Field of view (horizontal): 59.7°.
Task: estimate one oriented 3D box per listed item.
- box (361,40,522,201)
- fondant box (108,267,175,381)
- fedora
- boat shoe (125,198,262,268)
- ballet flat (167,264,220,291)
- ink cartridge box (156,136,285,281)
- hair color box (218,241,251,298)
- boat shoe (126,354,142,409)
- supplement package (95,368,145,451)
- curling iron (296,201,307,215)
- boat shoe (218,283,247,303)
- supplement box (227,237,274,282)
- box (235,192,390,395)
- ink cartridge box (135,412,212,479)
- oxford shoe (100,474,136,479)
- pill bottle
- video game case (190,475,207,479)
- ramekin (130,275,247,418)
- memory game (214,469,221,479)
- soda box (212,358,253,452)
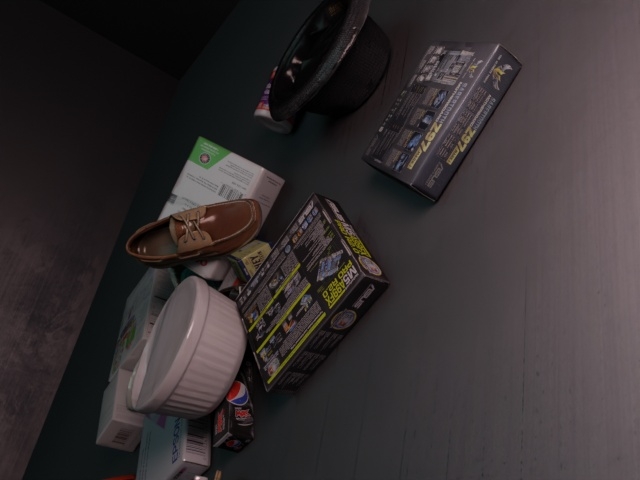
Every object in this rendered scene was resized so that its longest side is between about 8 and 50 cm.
[{"bbox_3d":[0.177,-0.193,0.866,0.233,0.059,0.183,-59,27,7],"label":"box"},{"bbox_3d":[-0.527,0.246,1.702,0.238,0.096,0.330,-47,30,30],"label":"fondant box"},{"bbox_3d":[0.032,-0.365,1.172,0.334,0.152,0.334,-42,34,37],"label":"fedora"},{"bbox_3d":[-0.281,-0.012,1.225,0.324,0.116,0.123,-21,77,16],"label":"boat shoe"},{"bbox_3d":[-0.336,0.104,1.457,0.147,0.146,0.409,-53,28,20],"label":"ballet flat"},{"bbox_3d":[-0.254,-0.072,1.354,0.211,0.121,0.289,29,93,22],"label":"ink cartridge box"},{"bbox_3d":[-0.181,0.078,1.286,0.141,0.043,0.072,-60,27,9],"label":"hair color box"},{"bbox_3d":[-0.430,0.336,1.460,0.081,0.079,0.228,11,66,18],"label":"boat shoe"},{"bbox_3d":[-0.522,0.454,1.497,0.105,0.105,0.179,-53,29,21],"label":"supplement package"},{"bbox_3d":[0.000,0.000,1.039,0.068,0.035,0.274,-55,28,17],"label":"curling iron"},{"bbox_3d":[-0.150,0.129,1.151,0.233,0.079,0.084,-11,58,55],"label":"boat shoe"},{"bbox_3d":[-0.142,0.042,1.192,0.083,0.056,0.083,-32,18,-20],"label":"supplement box"},{"bbox_3d":[-0.028,0.088,0.938,0.270,0.060,0.216,-53,42,21],"label":"box"},{"bbox_3d":[-0.347,0.428,1.250,0.330,0.071,0.324,-48,31,26],"label":"ink cartridge box"},{"bbox_3d":[-0.508,0.633,1.356,0.271,0.096,0.099,-39,55,47],"label":"oxford shoe"},{"bbox_3d":[-0.091,-0.389,1.464,0.108,0.108,0.194,7,73,62],"label":"pill bottle"},{"bbox_3d":[-0.244,0.556,0.930,0.204,0.025,0.285,122,160,-57],"label":"video game case"},{"bbox_3d":[-0.246,0.213,1.071,0.273,0.127,0.273,-45,29,34],"label":"ramekin"},{"bbox_3d":[-0.190,0.475,0.908,0.186,0.012,0.186,-165,90,-85],"label":"memory game"},{"bbox_3d":[-0.162,0.302,1.043,0.060,0.053,0.169,-48,31,29],"label":"soda box"}]
